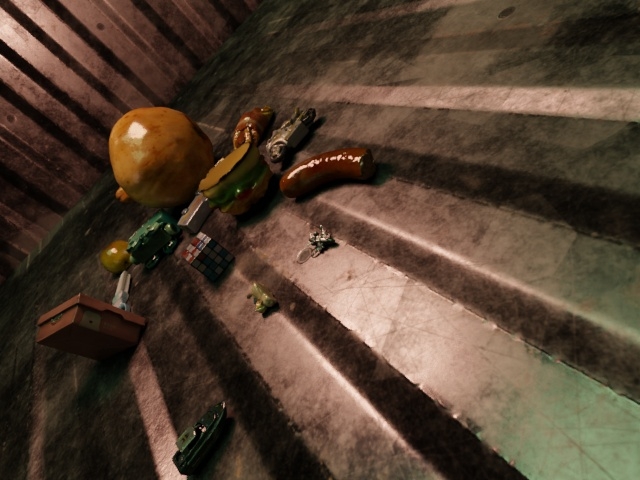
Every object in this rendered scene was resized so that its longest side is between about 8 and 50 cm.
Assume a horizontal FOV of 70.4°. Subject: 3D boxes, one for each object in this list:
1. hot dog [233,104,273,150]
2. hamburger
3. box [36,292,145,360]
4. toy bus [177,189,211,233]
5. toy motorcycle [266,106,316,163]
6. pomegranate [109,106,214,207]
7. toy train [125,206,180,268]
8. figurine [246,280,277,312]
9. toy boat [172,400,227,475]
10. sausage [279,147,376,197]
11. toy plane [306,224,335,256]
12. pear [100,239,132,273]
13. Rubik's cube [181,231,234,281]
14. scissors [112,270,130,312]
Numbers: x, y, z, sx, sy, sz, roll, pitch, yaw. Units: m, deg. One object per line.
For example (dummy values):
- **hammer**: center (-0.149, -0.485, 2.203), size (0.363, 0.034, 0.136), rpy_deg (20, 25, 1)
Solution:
- **hot dog**: center (-0.262, -0.425, 1.691), size (0.123, 0.093, 0.262), rpy_deg (-13, 46, 40)
- **hamburger**: center (-0.244, -0.171, 1.361), size (0.237, 0.149, 0.237), rpy_deg (-31, 28, 19)
- **box**: center (-0.659, 0.257, 1.304), size (0.215, 0.215, 0.086), rpy_deg (-25, 50, 27)
- **toy bus**: center (-0.413, -0.114, 1.558), size (0.075, 0.064, 0.191), rpy_deg (7, 59, 43)
- **toy motorcycle**: center (-0.108, -0.335, 1.452), size (0.152, 0.073, 0.225), rpy_deg (15, 66, 55)
- **pomegranate**: center (-0.598, -0.280, 1.665), size (0.409, 0.410, 0.411), rpy_deg (-28, 38, 24)
- **toy train**: center (-0.586, -0.007, 1.594), size (0.203, 0.112, 0.163), rpy_deg (-37, 29, 11)
- **figurine**: center (-0.135, 0.133, 1.027), size (0.051, 0.047, 0.083), rpy_deg (-57, 40, 9)
- **toy boat**: center (-0.224, 0.369, 0.860), size (0.055, 0.060, 0.141), rpy_deg (14, 62, 54)
- **sausage**: center (0.016, -0.176, 1.150), size (0.302, 0.076, 0.103), rpy_deg (-8, 48, 43)
- **toy plane**: center (0.000, 0.000, 1.026), size (0.083, 0.031, 0.079), rpy_deg (0, 70, 50)
- **pear**: center (-0.784, 0.054, 1.748), size (0.140, 0.104, 0.141), rpy_deg (-24, 43, 24)
- **Rubik's cube**: center (-0.314, 0.044, 1.260), size (0.092, 0.092, 0.092), rpy_deg (-52, 35, -10)
- **scissors**: center (-0.683, 0.202, 1.546), size (0.125, 0.030, 0.256), rpy_deg (-35, 38, 18)
